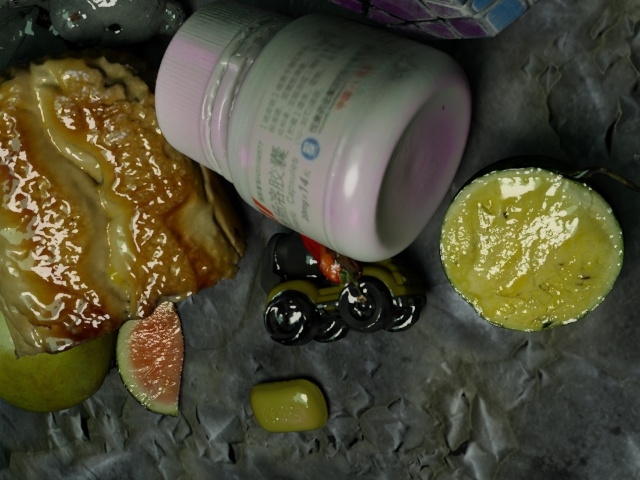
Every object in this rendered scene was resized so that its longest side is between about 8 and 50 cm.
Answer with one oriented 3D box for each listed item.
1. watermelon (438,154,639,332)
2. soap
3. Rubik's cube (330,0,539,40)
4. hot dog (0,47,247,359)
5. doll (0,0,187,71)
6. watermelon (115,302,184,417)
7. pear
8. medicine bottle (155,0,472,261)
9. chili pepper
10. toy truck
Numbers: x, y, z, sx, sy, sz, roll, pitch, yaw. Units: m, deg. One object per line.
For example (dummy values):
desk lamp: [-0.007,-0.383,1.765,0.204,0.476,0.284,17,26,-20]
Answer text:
watermelon: [0.252,-0.012,0.894,0.204,0.127,0.232,24,121,10]
soap: [-0.053,0.265,1.205,0.140,0.045,0.089,-13,105,31]
Rubik's cube: [0.122,-0.356,0.755,0.264,0.319,0.319,51,127,33]
hot dog: [-0.327,-0.074,1.047,0.367,0.196,0.365,-24,115,-10]
doll: [-0.350,-0.298,1.071,0.340,0.158,0.246,-32,124,22]
watermelon: [-0.290,0.189,1.298,0.119,0.063,0.245,1,104,8]
pear: [-0.468,0.139,1.258,0.269,0.269,0.321,5,125,26]
medicine bottle: [-0.013,-0.144,0.909,0.325,0.256,0.256,27,119,25]
chili pepper: [0.000,0.000,0.976,0.050,0.059,0.268,-60,40,22]
toy truck: [0.025,0.054,1.042,0.224,0.147,0.165,-12,79,28]
